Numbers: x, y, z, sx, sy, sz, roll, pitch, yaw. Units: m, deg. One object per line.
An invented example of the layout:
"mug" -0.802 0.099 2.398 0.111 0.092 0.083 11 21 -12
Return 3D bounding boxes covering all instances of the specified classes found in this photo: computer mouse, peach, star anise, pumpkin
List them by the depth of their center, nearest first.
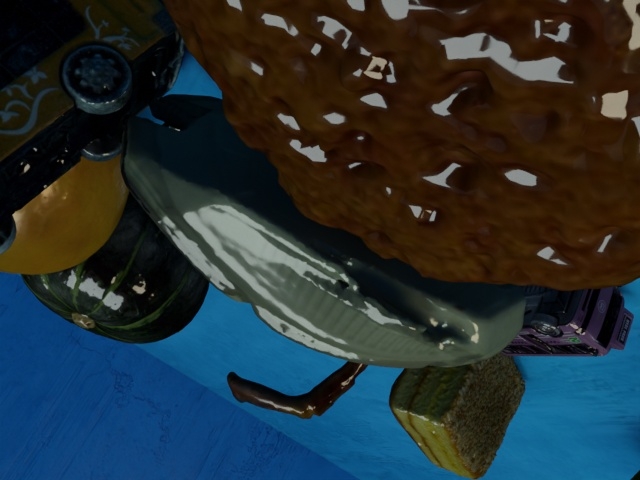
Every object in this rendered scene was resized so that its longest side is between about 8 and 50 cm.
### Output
"computer mouse" -0.003 0.001 0.679 0.429 0.228 0.145 31 128 2
"peach" -0.370 -0.110 0.851 0.289 0.308 0.289 33 -163 -12
"star anise" 0.041 0.111 0.859 0.148 0.346 0.237 64 174 -2
"pumpkin" -0.343 0.038 1.138 0.323 0.241 0.323 25 158 11

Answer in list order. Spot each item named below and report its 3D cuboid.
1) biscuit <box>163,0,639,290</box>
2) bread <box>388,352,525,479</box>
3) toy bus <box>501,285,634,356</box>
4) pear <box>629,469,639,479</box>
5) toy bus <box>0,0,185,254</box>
"biscuit" 0.072 -0.131 0.428 0.343 0.166 0.395 4 145 41
"bread" 0.197 0.218 0.963 0.110 0.184 0.234 16 152 37
"toy bus" 0.250 0.081 0.753 0.098 0.087 0.178 34 159 -16
"pear" 0.538 0.376 0.919 0.292 0.159 0.292 40 172 7
"toy bus" -0.298 -0.135 0.629 0.194 0.323 0.162 44 158 -2
